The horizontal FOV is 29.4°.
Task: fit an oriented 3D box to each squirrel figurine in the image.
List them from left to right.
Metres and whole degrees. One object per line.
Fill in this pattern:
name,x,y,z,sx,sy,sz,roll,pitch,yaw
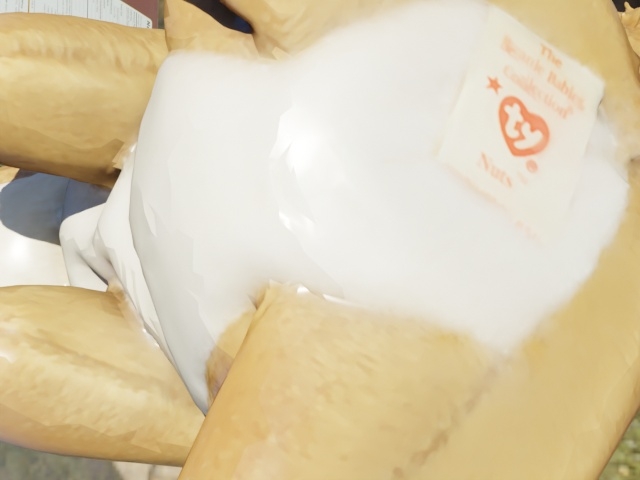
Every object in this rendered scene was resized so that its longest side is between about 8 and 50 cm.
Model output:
squirrel figurine,0.000,0.000,0.575,0.370,0.397,0.281,-22,78,56

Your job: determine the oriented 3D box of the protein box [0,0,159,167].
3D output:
protein box,-0.254,-0.128,0.870,0.200,0.201,0.136,-12,70,30
